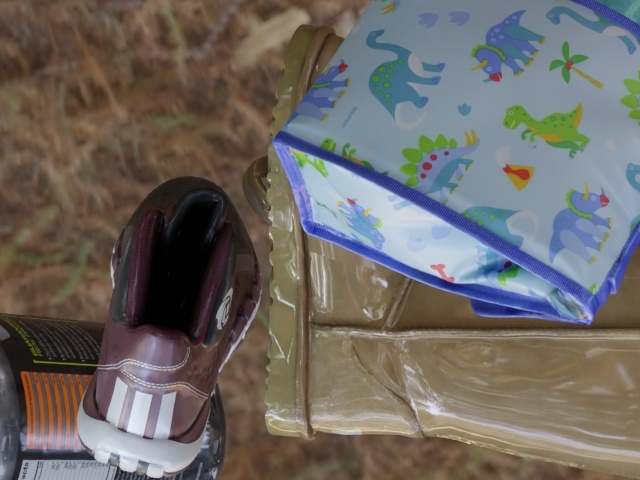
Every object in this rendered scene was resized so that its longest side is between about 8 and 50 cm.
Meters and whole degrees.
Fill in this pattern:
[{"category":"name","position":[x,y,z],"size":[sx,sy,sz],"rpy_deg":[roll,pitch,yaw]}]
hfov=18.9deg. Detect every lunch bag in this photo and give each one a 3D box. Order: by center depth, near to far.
[{"category":"lunch bag","position":[0.079,-0.043,0.827],"size":[0.129,0.151,0.096],"rpy_deg":[-58,153,-21]}]

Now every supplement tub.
[{"category":"supplement tub","position":[-0.262,0.168,1.674],"size":[0.338,0.207,0.207],"rpy_deg":[9,119,-48]}]

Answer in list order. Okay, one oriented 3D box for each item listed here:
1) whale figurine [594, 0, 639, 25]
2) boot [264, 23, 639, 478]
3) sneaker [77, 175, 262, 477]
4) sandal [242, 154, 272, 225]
[{"category":"whale figurine","position":[0.195,-0.127,1.040],"size":[0.141,0.216,0.272],"rpy_deg":[0,124,-31]},{"category":"boot","position":[0.111,0.007,1.014],"size":[0.270,0.089,0.236],"rpy_deg":[3,101,10]},{"category":"sneaker","position":[-0.081,0.009,1.248],"size":[0.106,0.281,0.162],"rpy_deg":[13,128,-6]},{"category":"sandal","position":[0.000,0.000,1.256],"size":[0.049,0.072,0.180],"rpy_deg":[-38,141,19]}]
